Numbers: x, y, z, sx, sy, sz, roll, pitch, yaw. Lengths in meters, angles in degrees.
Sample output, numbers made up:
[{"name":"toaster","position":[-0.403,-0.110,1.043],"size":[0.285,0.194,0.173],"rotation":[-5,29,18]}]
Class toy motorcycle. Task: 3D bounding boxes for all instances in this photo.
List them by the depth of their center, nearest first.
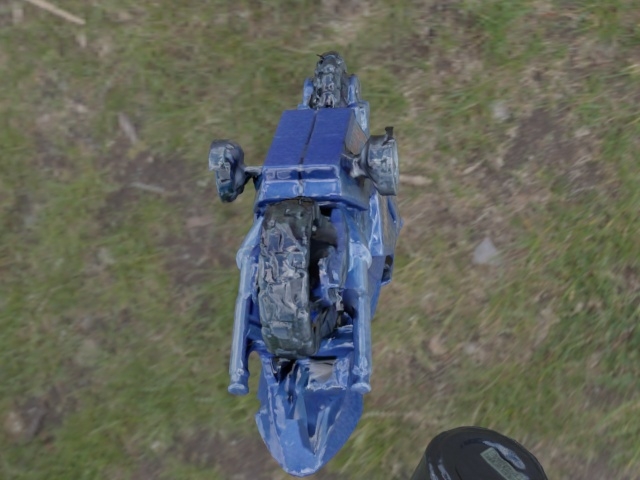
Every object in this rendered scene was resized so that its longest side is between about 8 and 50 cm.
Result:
[{"name":"toy motorcycle","position":[0.000,0.000,0.590],"size":[0.076,0.205,0.114],"rotation":[-2,120,8]}]

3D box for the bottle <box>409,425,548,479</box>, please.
[{"name":"bottle","position":[0.049,0.214,0.792],"size":[0.072,0.082,0.244],"rotation":[50,133,33]}]
